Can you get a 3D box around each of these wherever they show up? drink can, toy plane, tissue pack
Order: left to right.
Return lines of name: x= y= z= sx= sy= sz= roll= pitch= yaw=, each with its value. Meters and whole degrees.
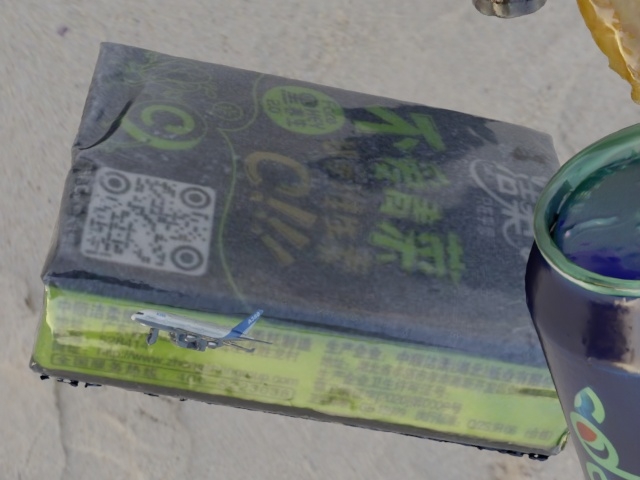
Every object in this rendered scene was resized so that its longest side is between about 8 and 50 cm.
toy plane: x=-0.068 y=0.050 z=0.711 sx=0.084 sy=0.078 sz=0.024 roll=3 pitch=99 yaw=-36
tissue pack: x=0.000 y=0.000 z=0.974 sx=0.394 sy=0.288 sz=0.124 roll=10 pitch=133 yaw=-9
drink can: x=0.152 y=0.058 z=0.498 sx=0.118 sy=0.118 sz=0.205 roll=-31 pitch=125 yaw=-8

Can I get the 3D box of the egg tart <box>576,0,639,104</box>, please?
egg tart: x=0.353 y=-0.264 z=1.017 sx=0.443 sy=0.178 sz=0.443 roll=1 pitch=88 yaw=-21

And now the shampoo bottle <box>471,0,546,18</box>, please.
shampoo bottle: x=0.161 y=-0.353 z=1.114 sx=0.084 sy=0.129 sz=0.323 roll=-28 pitch=134 yaw=-23
